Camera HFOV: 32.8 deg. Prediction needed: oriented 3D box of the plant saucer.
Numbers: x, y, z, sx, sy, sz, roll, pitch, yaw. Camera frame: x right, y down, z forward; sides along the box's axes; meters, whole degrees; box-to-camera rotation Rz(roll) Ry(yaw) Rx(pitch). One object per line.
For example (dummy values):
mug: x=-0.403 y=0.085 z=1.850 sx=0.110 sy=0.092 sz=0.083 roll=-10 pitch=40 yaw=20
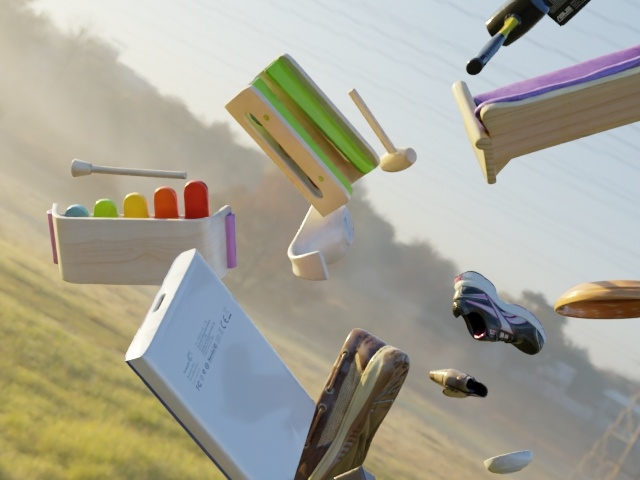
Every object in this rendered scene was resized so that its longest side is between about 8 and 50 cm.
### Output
plant saucer: x=0.492 y=0.098 z=1.815 sx=0.200 sy=0.037 sz=0.200 roll=0 pitch=-14 yaw=0

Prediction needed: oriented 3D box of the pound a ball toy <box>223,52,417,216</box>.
pound a ball toy: x=-0.002 y=-0.192 z=2.004 sx=0.319 sy=0.208 sz=0.136 roll=48 pitch=-37 yaw=-10

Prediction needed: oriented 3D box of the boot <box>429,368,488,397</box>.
boot: x=0.230 y=0.233 z=1.722 sx=0.118 sy=0.042 sz=0.087 roll=25 pitch=-11 yaw=-40

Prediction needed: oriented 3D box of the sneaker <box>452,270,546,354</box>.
sneaker: x=0.260 y=0.128 z=1.645 sx=0.178 sy=0.077 sz=0.072 roll=36 pitch=-33 yaw=-16

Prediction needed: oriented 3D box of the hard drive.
hard drive: x=-0.125 y=0.195 z=1.480 sx=0.040 sy=0.210 sz=0.318 roll=-18 pitch=-59 yaw=29

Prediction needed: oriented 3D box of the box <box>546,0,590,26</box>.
box: x=0.303 y=-0.376 z=1.308 sx=0.147 sy=0.180 sz=0.077 roll=36 pitch=37 yaw=-15

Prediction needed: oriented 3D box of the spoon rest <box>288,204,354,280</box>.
spoon rest: x=0.000 y=0.000 z=2.020 sx=0.084 sy=0.137 sz=0.276 roll=-10 pitch=17 yaw=17

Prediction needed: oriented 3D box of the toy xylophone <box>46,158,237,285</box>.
toy xylophone: x=-0.294 y=-0.021 z=1.767 sx=0.323 sy=0.236 sz=0.081 roll=8 pitch=23 yaw=2

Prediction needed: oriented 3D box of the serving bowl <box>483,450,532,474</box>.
serving bowl: x=0.321 y=0.379 z=1.844 sx=0.083 sy=0.027 sz=0.083 roll=-12 pitch=-19 yaw=-4

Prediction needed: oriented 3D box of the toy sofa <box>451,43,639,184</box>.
toy sofa: x=0.409 y=-0.244 z=1.779 sx=0.177 sy=0.363 sz=0.150 roll=69 pitch=5 yaw=-49

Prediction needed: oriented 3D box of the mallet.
mallet: x=0.181 y=-0.203 z=1.053 sx=0.039 sy=0.062 sz=0.189 roll=47 pitch=28 yaw=-5

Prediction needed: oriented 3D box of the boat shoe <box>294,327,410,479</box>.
boat shoe: x=0.009 y=0.296 z=1.708 sx=0.123 sy=0.342 sz=0.123 roll=32 pitch=10 yaw=27

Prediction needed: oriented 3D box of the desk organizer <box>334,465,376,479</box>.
desk organizer: x=0.066 y=0.393 z=1.544 sx=0.050 sy=0.047 sz=0.130 roll=44 pitch=24 yaw=-52
